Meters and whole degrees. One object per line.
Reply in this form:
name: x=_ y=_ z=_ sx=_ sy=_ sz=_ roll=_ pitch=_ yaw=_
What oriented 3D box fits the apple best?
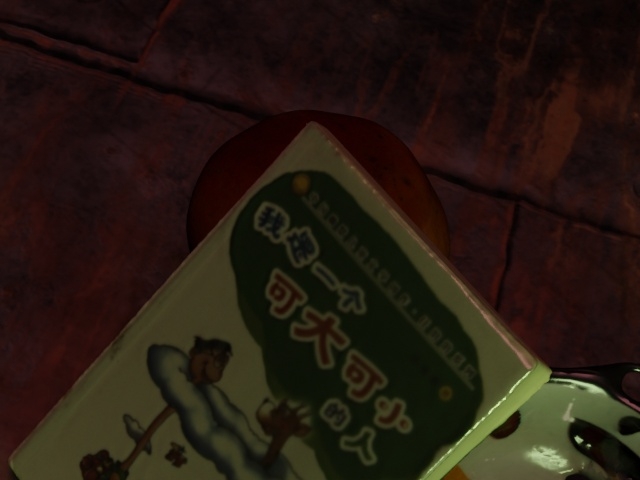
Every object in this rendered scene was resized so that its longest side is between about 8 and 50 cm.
apple: x=-0.002 y=0.000 z=1.195 sx=0.234 sy=0.234 sz=0.234 roll=6 pitch=52 yaw=-7

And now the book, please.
book: x=-0.047 y=0.131 z=1.051 sx=0.371 sy=0.043 sz=0.260 roll=-48 pitch=66 yaw=12

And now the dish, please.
dish: x=0.180 y=0.242 z=1.113 sx=0.303 sy=0.120 sz=0.303 roll=7 pitch=54 yaw=-10
